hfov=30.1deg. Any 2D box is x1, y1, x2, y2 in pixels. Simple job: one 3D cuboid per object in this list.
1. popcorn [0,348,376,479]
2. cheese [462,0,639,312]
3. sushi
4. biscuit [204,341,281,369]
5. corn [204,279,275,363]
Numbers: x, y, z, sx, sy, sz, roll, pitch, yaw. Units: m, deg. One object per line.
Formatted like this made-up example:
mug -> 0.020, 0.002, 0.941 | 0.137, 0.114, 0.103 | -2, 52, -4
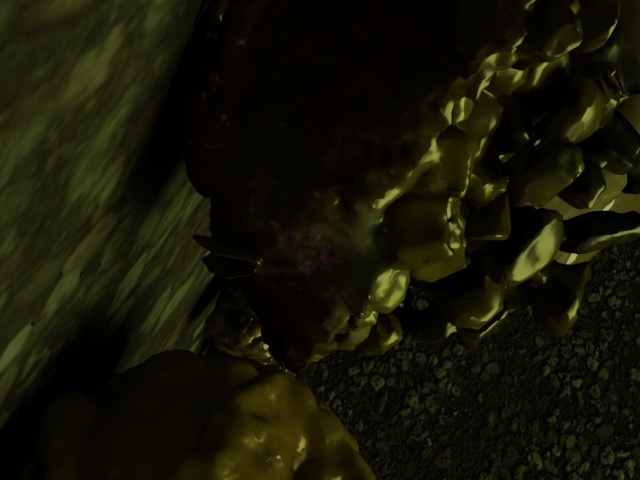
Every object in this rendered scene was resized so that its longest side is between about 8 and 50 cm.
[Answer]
popcorn -> -0.072, 0.160, 0.599 | 0.250, 0.190, 0.250 | -64, 178, -4
cheese -> 0.132, -0.062, 0.645 | 0.235, 0.117, 0.218 | -39, 166, -17
sushi -> 0.059, -0.068, 0.484 | 0.296, 0.179, 0.167 | -58, 164, 1
biscuit -> 0.009, 0.041, 0.961 | 0.229, 0.031, 0.176 | -20, -152, 40
corn -> 0.000, 0.000, 0.897 | 0.253, 0.086, 0.086 | -54, 174, -35
